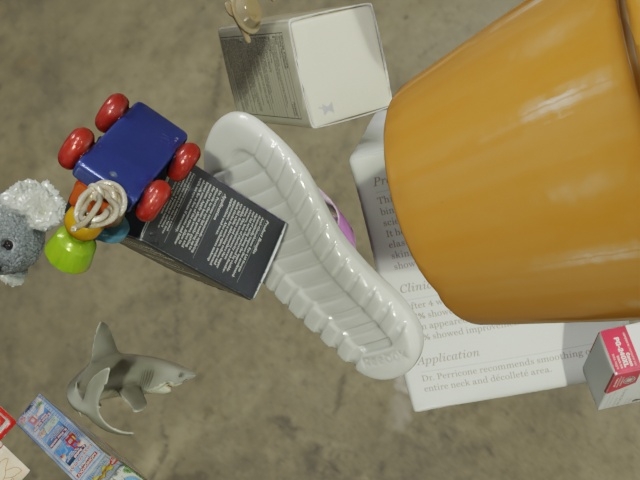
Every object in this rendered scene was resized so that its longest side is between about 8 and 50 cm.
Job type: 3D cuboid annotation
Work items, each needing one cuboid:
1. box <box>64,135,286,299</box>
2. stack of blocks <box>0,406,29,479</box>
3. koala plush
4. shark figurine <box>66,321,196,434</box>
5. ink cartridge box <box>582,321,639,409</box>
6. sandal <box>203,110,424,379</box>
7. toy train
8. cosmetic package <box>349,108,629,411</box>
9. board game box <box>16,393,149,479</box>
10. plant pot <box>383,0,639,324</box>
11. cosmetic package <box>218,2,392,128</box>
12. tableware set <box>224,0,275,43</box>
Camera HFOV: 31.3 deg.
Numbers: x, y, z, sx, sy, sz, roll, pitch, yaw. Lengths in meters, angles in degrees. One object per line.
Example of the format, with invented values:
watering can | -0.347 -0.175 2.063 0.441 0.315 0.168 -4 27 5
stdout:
box | -0.170 -0.026 1.365 0.153 0.207 0.108 17 80 41
stack of blocks | -0.433 0.236 1.275 0.171 0.087 0.297 -49 25 -23
koala plush | -0.443 -0.023 1.429 0.196 0.221 0.203 -56 32 32
shark figurine | -0.282 0.167 1.485 0.166 0.278 0.116 3 94 12
ink cartridge box | 0.409 0.144 1.393 0.150 0.109 0.063 -11 59 -6
sandal | -0.010 0.007 1.537 0.169 0.102 0.416 -37 87 36
toy train | -0.213 -0.023 1.059 0.143 0.105 0.248 -53 6 31
cosmetic package | 0.262 -0.009 1.702 0.329 0.393 0.327 -10 15 13
board game box | -0.334 0.328 1.685 0.060 0.194 0.194 -51 30 -10
plant pot | 0.140 -0.044 0.529 0.188 0.205 0.205 -18 52 29
cosmetic package | -0.029 -0.250 1.637 0.129 0.153 0.296 -17 15 -20
tableware set | -0.100 -0.336 1.413 0.020 0.141 0.168 -17 33 33
